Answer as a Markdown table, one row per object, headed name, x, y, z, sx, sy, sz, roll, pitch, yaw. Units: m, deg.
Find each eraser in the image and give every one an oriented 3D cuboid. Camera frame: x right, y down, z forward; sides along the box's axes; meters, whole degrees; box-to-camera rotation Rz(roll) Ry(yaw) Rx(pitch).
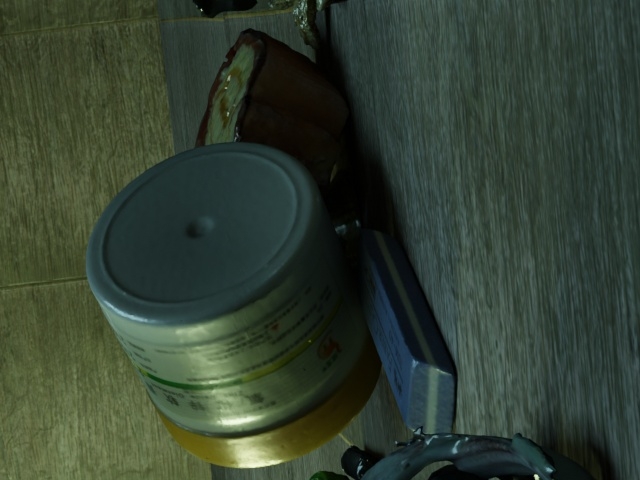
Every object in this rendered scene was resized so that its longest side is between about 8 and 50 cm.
| name | x | y | z | sx | sy | sz | roll | pitch | yaw |
| --- | --- | --- | --- | --- | --- | --- | --- | --- | --- |
| eraser | 0.074 | 0.080 | 1.614 | 0.225 | 0.036 | 0.082 | -110 | 17 | -53 |

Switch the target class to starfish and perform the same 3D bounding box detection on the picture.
| name | x | y | z | sx | sy | sz | roll | pitch | yaw |
| --- | --- | --- | --- | --- | --- | --- | --- | --- | --- |
| starfish | -0.020 | -0.269 | 1.860 | 0.210 | 0.053 | 0.150 | -123 | 22 | -64 |

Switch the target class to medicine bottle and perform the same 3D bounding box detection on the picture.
| name | x | y | z | sx | sy | sz | roll | pitch | yaw |
| --- | --- | --- | --- | --- | --- | --- | --- | --- | --- |
| medicine bottle | -0.081 | 0.063 | 1.745 | 0.238 | 0.237 | 0.232 | -108 | -5 | -46 |

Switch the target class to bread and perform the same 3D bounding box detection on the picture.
| name | x | y | z | sx | sy | sz | roll | pitch | yaw |
| --- | --- | --- | --- | --- | --- | --- | --- | --- | --- |
| bread | -0.052 | -0.108 | 1.883 | 0.244 | 0.123 | 0.190 | -118 | 47 | -73 |

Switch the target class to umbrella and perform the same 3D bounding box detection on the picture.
| name | x | y | z | sx | sy | sz | roll | pitch | yaw |
| --- | --- | --- | --- | --- | --- | --- | --- | --- | --- |
| umbrella | 0.044 | 0.240 | 1.925 | 0.133 | 0.031 | 0.036 | 161 | 118 | -81 |

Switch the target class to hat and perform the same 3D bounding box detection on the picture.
| name | x | y | z | sx | sy | sz | roll | pitch | yaw |
| --- | --- | --- | --- | --- | --- | --- | --- | --- | --- |
| hat | 0.000 | 0.000 | 1.891 | 0.146 | 0.067 | 0.146 | 173 | 90 | -80 |

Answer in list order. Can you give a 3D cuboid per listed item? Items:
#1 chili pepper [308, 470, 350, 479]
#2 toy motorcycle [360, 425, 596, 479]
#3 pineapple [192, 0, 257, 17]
| name | x | y | z | sx | sy | sz | roll | pitch | yaw |
| --- | --- | --- | --- | --- | --- | --- | --- | --- | --- |
| chili pepper | 0.040 | 0.365 | 1.906 | 0.100 | 0.074 | 0.257 | 108 | 153 | -68 |
| toy motorcycle | 0.097 | 0.251 | 1.173 | 0.319 | 0.182 | 0.241 | -112 | 17 | -60 |
| pineapple | -0.121 | -0.377 | 1.992 | 0.141 | 0.170 | 0.310 | 50 | -156 | -47 |
